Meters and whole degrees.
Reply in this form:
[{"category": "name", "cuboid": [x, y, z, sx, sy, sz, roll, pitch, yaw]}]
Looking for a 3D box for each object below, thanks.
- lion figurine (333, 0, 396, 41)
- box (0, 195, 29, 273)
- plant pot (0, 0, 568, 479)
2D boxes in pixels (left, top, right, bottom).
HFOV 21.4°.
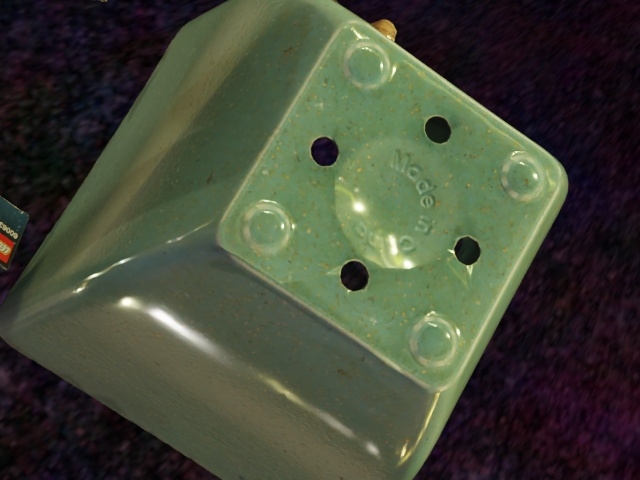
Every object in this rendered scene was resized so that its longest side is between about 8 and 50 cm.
[{"category": "lion figurine", "cuboid": [0.037, -0.280, 1.212, 0.392, 0.142, 0.240, -31, 115, 17]}, {"category": "box", "cuboid": [-0.309, -0.004, 1.020, 0.159, 0.044, 0.233, 38, 137, -28]}, {"category": "plant pot", "cuboid": [0.000, 0.000, 0.965, 0.248, 0.252, 0.247, 34, 70, -12]}]
